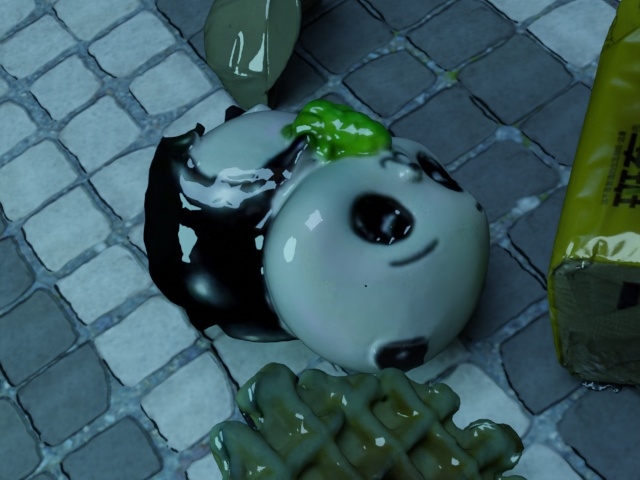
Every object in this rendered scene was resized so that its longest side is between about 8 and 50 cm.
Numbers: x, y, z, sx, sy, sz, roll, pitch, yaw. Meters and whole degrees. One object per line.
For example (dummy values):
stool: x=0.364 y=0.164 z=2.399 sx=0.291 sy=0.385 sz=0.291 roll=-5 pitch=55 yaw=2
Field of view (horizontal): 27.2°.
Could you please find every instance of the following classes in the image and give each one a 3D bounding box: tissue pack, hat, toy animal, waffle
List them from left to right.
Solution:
hat: x=-0.061 y=-0.236 z=1.265 sx=0.144 sy=0.173 sz=0.166 roll=9 pitch=58 yaw=16
toy animal: x=0.001 y=-0.009 z=1.059 sx=0.267 sy=0.212 sz=0.212 roll=8 pitch=59 yaw=27
waffle: x=0.045 y=0.227 z=0.862 sx=0.056 sy=0.292 sz=0.309 roll=-36 pitch=49 yaw=47
tissue pack: x=0.264 y=-0.041 z=1.008 sx=0.134 sy=0.192 sz=0.271 roll=8 pitch=58 yaw=21

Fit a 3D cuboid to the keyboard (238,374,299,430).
keyboard: x=0.002 y=0.184 z=1.043 sx=0.060 sy=0.018 sz=0.195 roll=-32 pitch=53 yaw=-9
